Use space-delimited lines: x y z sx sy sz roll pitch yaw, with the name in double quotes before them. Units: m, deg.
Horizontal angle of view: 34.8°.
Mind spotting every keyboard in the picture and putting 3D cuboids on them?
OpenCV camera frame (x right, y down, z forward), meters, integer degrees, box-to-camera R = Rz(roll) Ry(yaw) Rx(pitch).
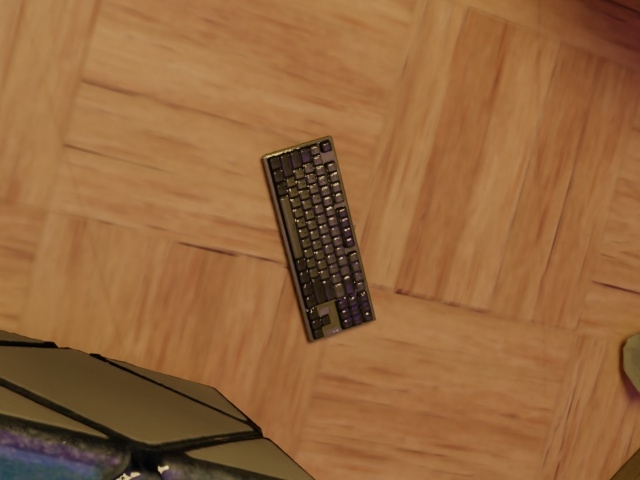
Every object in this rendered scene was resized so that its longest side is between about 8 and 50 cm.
"keyboard" 0.000 0.000 0.665 0.049 0.015 0.129 -18 105 -20

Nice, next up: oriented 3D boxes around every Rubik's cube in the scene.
"Rubik's cube" -0.145 0.171 0.526 0.205 0.207 0.205 20 91 -26

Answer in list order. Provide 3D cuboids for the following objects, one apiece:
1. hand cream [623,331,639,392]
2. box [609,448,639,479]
"hand cream" 0.354 0.082 0.811 0.255 0.048 0.079 -6 99 -23
"box" 0.265 0.207 0.800 0.083 0.035 0.079 -42 111 -11
